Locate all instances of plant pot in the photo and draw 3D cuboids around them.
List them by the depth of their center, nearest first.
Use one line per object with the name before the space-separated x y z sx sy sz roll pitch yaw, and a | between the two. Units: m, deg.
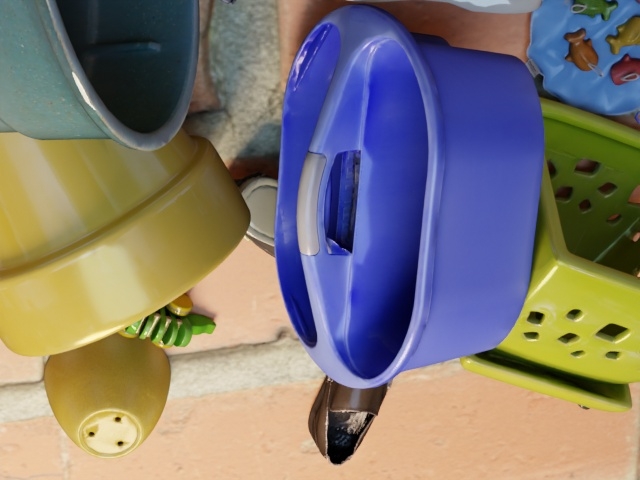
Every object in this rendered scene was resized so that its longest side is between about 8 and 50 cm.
plant pot | -0.297 -0.214 1.083 0.334 0.341 0.341 -6 126 14
plant pot | -0.224 -0.064 1.319 0.254 0.254 0.239 -25 108 7
plant pot | 0.249 0.028 1.454 0.227 0.228 0.207 18 133 -21
plant pot | -0.220 0.170 1.551 0.134 0.095 0.134 -4 124 -6

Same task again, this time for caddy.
caddy | 0.056 -0.039 1.335 0.179 0.241 0.341 -6 108 -33

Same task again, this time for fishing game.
fishing game | 0.287 -0.199 1.422 0.189 0.041 0.264 -30 123 9

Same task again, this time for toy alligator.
toy alligator | -0.193 0.074 1.517 0.190 0.051 0.056 19 118 -21

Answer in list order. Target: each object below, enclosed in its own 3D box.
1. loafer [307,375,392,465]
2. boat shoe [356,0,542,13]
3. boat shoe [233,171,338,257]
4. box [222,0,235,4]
loafer | 0.045 0.152 1.593 0.080 0.078 0.220 5 123 -13
boat shoe | 0.081 -0.252 1.314 0.254 0.095 0.079 5 122 -6
boat shoe | 0.000 0.000 1.493 0.228 0.069 0.081 32 84 -28
box | -0.124 -0.330 1.251 0.233 0.059 0.183 27 117 -24
